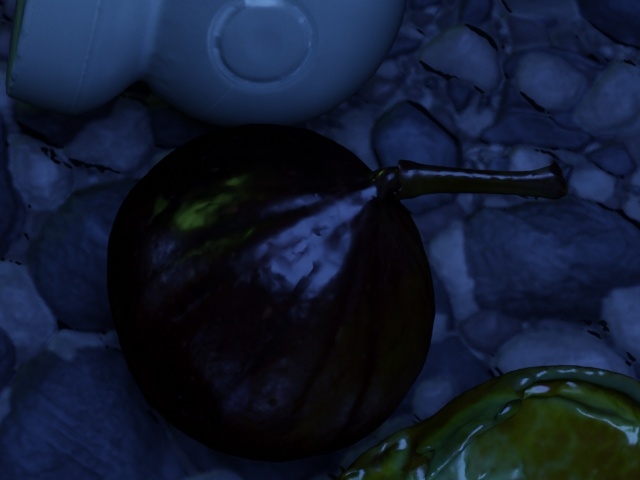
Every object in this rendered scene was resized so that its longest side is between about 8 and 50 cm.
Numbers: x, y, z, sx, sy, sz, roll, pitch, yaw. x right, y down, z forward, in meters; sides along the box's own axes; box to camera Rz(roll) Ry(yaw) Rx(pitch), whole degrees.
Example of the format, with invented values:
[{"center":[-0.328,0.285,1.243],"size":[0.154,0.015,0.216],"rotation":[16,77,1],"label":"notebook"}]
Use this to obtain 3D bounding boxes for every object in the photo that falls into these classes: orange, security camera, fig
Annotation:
[{"center":[0.101,0.225,1.123],"size":[0.334,0.196,0.262],"rotation":[-37,100,-11],"label":"orange"},{"center":[-0.065,-0.156,1.187],"size":[0.236,0.194,0.195],"rotation":[10,76,-10],"label":"security camera"},{"center":[-0.013,0.009,1.123],"size":[0.186,0.249,0.204],"rotation":[-30,76,-39],"label":"fig"}]
